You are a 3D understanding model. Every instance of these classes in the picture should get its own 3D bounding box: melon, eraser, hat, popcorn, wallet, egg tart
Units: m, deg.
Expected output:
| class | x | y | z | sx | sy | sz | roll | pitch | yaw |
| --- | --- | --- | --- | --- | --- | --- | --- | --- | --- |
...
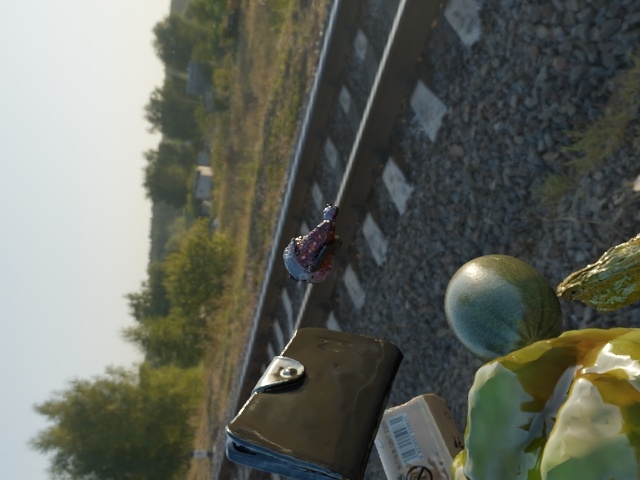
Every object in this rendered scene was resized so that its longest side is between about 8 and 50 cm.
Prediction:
| class | x | y | z | sx | sy | sz | roll | pitch | yaw |
| --- | --- | --- | --- | --- | --- | --- | --- | --- | --- |
| melon | 0.400 | 0.158 | 1.387 | 0.302 | 0.237 | 0.238 | -112 | 30 | -73 |
| eraser | 0.212 | 0.447 | 1.198 | 0.291 | 0.171 | 0.087 | -112 | -4 | -49 |
| hat | 0.004 | 0.001 | 1.458 | 0.129 | 0.140 | 0.227 | 58 | 141 | 29 |
| popcorn | 0.206 | 0.198 | 0.435 | 0.326 | 0.320 | 0.290 | 107 | 167 | -69 |
| wallet | 0.005 | 0.228 | 0.944 | 0.377 | 0.196 | 0.051 | -45 | -36 | -67 |
| egg tart | 0.668 | 0.076 | 1.384 | 0.123 | 0.293 | 0.294 | 58 | 156 | 13 |
